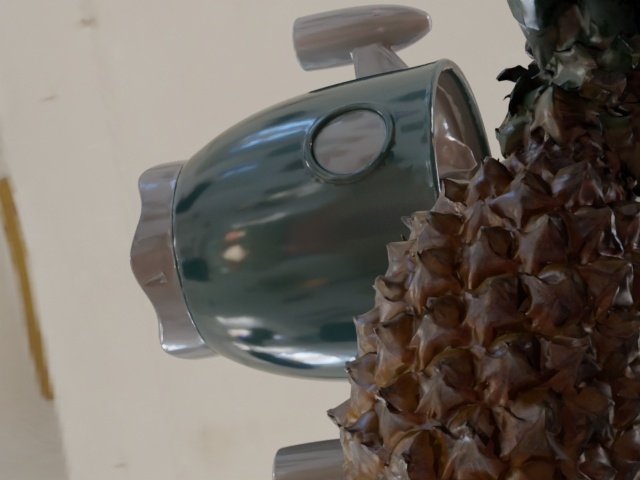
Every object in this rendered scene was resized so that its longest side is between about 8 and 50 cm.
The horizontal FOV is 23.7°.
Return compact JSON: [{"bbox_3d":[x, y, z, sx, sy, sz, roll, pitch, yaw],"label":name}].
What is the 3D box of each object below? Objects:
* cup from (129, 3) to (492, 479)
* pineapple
[{"bbox_3d":[0.000,0.000,0.800,0.167,0.173,0.300,57,-151,-52],"label":"cup"},{"bbox_3d":[0.053,-0.006,0.393,0.103,0.083,0.221,17,-102,-7],"label":"pineapple"}]
